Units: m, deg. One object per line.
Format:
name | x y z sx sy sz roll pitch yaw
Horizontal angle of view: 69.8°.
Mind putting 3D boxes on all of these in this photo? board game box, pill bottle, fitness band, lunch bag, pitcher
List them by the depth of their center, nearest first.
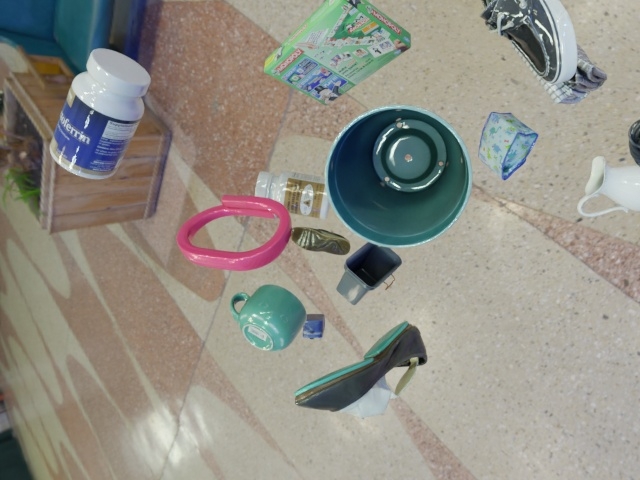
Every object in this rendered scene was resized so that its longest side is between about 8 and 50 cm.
pill bottle | -0.495 -0.282 1.038 0.153 0.153 0.264 51 120 21
fitness band | -0.206 -0.020 1.101 0.291 0.208 0.054 6 139 23
board game box | 0.034 -0.464 1.140 0.317 0.214 0.046 -18 60 49
lunch bag | 0.514 -0.264 1.286 0.128 0.097 0.151 -115 32 -44
pitcher | 0.850 -0.131 1.286 0.207 0.125 0.177 13 123 1
lunch bag | -0.021 0.271 1.425 0.067 0.098 0.065 -1 96 7
pill bottle | -0.081 -0.148 1.431 0.230 0.131 0.131 10 114 2

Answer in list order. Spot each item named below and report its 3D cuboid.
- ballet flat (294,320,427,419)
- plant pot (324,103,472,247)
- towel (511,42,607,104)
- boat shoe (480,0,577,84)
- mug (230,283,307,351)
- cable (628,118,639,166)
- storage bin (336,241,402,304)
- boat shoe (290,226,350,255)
ballet flat | 0.086 0.218 0.732 0.095 0.281 0.096 -41 74 48
plant pot | 0.173 -0.156 0.960 0.272 0.255 0.271 6 113 15
towel | 0.695 -0.522 1.323 0.121 0.284 0.234 -41 75 40
boat shoe | 0.321 -0.391 0.770 0.108 0.102 0.301 -115 0 -87
mug | -0.118 0.173 0.977 0.158 0.097 0.129 -13 118 38
cable | 0.617 -0.162 0.777 0.185 0.047 0.150 19 160 12
storage bin | 0.102 0.077 0.979 0.098 0.135 0.091 41 135 13
boat shoe | 0.000 0.000 1.133 0.153 0.049 0.056 18 105 3
